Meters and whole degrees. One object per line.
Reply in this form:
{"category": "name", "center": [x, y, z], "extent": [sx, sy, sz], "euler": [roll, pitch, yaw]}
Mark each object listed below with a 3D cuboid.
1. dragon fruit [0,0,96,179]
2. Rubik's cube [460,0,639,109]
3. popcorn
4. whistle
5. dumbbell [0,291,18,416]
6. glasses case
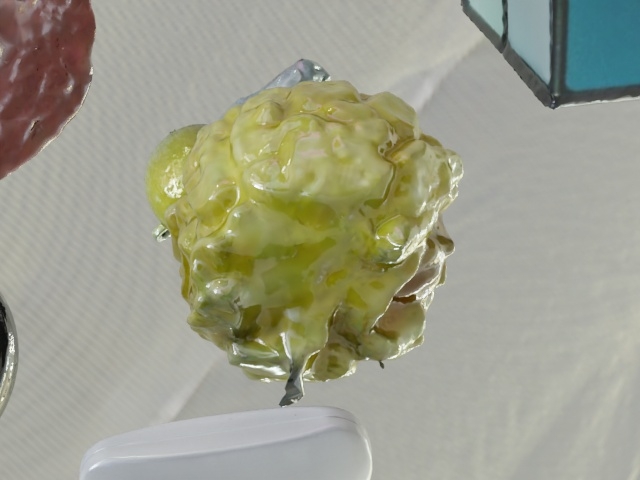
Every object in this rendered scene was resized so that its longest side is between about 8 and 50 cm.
{"category": "dragon fruit", "center": [-0.275, -0.011, 0.490], "extent": [0.228, 0.286, 0.329], "euler": [33, -111, -54]}
{"category": "Rubik's cube", "center": [0.166, -0.182, 0.750], "extent": [0.167, 0.180, 0.183], "euler": [-7, -62, -7]}
{"category": "popcorn", "center": [-0.005, 0.003, 1.156], "extent": [0.249, 0.225, 0.249], "euler": [3, -51, 4]}
{"category": "whistle", "center": [-0.071, -0.071, 1.375], "extent": [0.223, 0.123, 0.123], "euler": [-43, -52, 16]}
{"category": "dumbbell", "center": [-0.352, 0.077, 1.109], "extent": [0.185, 0.185, 0.388], "euler": [-60, -12, -3]}
{"category": "glasses case", "center": [-0.062, 0.152, 1.006], "extent": [0.193, 0.049, 0.074], "euler": [-8, -54, 2]}
